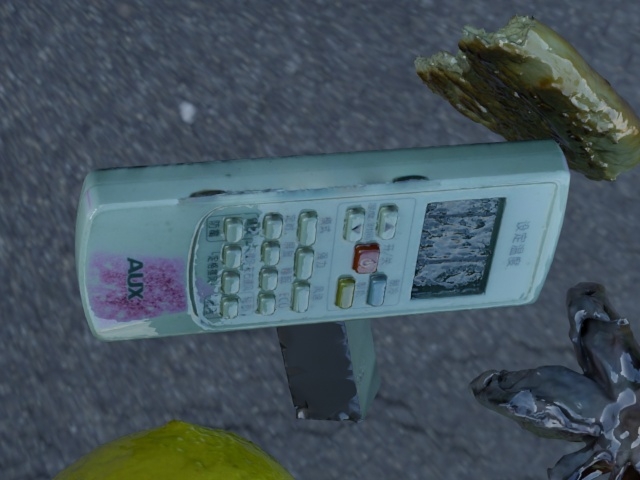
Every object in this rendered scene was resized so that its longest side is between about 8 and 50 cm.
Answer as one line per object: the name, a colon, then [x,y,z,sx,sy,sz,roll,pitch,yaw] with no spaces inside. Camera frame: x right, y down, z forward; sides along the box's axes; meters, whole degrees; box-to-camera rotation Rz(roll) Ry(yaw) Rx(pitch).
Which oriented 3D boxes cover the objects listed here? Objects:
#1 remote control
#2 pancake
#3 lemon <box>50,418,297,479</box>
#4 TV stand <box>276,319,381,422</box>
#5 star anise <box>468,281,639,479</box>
remote control: [0.000,0.001,1.075,0.344,0.050,0.145,-5,137,-10]
pancake: [0.155,-0.129,1.240,0.266,0.244,0.057,37,84,-44]
lemon: [-0.097,0.217,0.998,0.231,0.192,0.192,-23,117,-28]
TV stand: [-0.001,0.068,1.688,0.088,0.083,0.270,-2,118,19]
star anise: [0.238,0.126,1.192,0.198,0.257,0.110,-58,141,-5]
